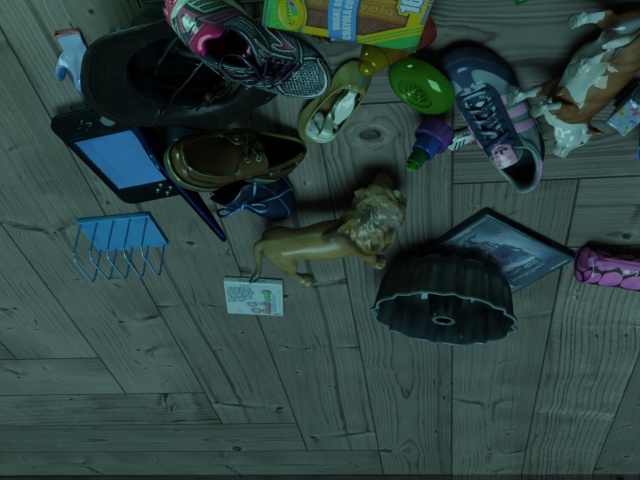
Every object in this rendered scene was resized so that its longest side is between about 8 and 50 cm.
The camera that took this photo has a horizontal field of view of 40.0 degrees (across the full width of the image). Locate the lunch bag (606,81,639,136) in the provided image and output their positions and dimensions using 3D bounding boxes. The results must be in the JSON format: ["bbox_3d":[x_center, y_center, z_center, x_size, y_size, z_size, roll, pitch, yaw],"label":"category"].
[{"bbox_3d":[0.540,-0.233,1.519,0.053,0.083,0.071,41,143,4],"label":"lunch bag"}]

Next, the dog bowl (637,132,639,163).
[{"bbox_3d":[0.701,-0.167,1.606,0.297,0.074,0.166,26,140,-30],"label":"dog bowl"}]

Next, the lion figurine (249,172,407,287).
[{"bbox_3d":[0.000,0.000,1.809,0.392,0.142,0.240,-20,159,9],"label":"lion figurine"}]

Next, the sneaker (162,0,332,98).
[{"bbox_3d":[-0.096,-0.265,1.282,0.299,0.112,0.121,16,126,-45],"label":"sneaker"}]

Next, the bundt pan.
[{"bbox_3d":[0.286,0.128,2.001,0.331,0.124,0.331,9,155,4],"label":"bundt pan"}]

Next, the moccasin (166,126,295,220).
[{"bbox_3d":[-0.182,-0.111,1.710,0.138,0.116,0.342,-24,140,34],"label":"moccasin"}]

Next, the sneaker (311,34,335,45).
[{"bbox_3d":[-0.041,-0.363,1.368,0.185,0.069,0.084,28,134,-31],"label":"sneaker"}]

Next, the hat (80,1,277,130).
[{"bbox_3d":[-0.219,-0.307,1.410,0.331,0.134,0.331,-9,157,-4],"label":"hat"}]

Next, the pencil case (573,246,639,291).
[{"bbox_3d":[0.672,0.065,1.941,0.209,0.095,0.098,6,177,-6],"label":"pencil case"}]

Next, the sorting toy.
[{"bbox_3d":[0.135,-0.237,1.456,0.127,0.126,0.365,24,158,32],"label":"sorting toy"}]

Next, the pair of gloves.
[{"bbox_3d":[-0.370,-0.305,1.521,0.198,0.023,0.159,-3,146,7],"label":"pair of gloves"}]

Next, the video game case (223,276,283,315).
[{"bbox_3d":[-0.163,0.140,2.175,0.143,0.019,0.157,3,147,0],"label":"video game case"}]

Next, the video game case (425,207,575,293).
[{"bbox_3d":[0.401,0.028,1.964,0.274,0.026,0.196,22,142,-28],"label":"video game case"}]

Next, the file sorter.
[{"bbox_3d":[-0.442,0.019,1.938,0.170,0.104,0.118,-5,145,12],"label":"file sorter"}]

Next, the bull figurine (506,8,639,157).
[{"bbox_3d":[0.431,-0.258,1.445,0.188,0.101,0.310,-8,147,-29],"label":"bull figurine"}]

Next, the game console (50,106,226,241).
[{"bbox_3d":[-0.341,-0.112,1.662,0.250,0.173,0.293,-10,146,17],"label":"game console"}]

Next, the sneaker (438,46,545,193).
[{"bbox_3d":[0.309,-0.203,1.526,0.112,0.131,0.319,-20,140,32],"label":"sneaker"}]

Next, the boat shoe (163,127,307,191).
[{"bbox_3d":[-0.145,-0.159,1.572,0.104,0.110,0.307,-23,175,35],"label":"boat shoe"}]

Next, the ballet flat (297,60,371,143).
[{"bbox_3d":[0.016,-0.226,1.566,0.080,0.073,0.232,15,145,-17],"label":"ballet flat"}]

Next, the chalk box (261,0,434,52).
[{"bbox_3d":[0.014,-0.402,1.207,0.289,0.179,0.180,7,145,-6],"label":"chalk box"}]

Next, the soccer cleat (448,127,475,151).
[{"bbox_3d":[0.265,-0.193,1.638,0.036,0.029,0.083,19,148,-30],"label":"soccer cleat"}]

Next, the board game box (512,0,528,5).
[{"bbox_3d":[0.186,-0.469,1.064,0.046,0.213,0.317,-17,142,27],"label":"board game box"}]
